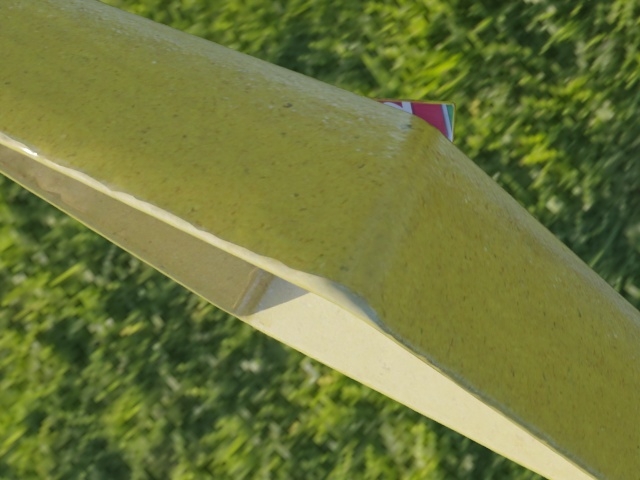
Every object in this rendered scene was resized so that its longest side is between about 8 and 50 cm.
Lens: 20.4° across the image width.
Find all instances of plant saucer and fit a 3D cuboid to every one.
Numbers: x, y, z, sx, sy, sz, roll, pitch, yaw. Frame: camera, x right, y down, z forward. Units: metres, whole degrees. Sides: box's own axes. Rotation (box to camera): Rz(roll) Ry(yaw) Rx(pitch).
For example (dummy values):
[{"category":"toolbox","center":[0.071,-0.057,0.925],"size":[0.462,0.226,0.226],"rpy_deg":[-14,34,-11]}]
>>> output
[{"category":"plant saucer","center":[0.000,0.000,0.776],"size":[0.333,0.333,0.081],"rpy_deg":[25,83,40]}]

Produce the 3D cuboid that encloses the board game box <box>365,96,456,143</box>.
[{"category":"board game box","center":[-0.025,-0.056,1.426],"size":[0.259,0.039,0.124],"rpy_deg":[4,97,7]}]
